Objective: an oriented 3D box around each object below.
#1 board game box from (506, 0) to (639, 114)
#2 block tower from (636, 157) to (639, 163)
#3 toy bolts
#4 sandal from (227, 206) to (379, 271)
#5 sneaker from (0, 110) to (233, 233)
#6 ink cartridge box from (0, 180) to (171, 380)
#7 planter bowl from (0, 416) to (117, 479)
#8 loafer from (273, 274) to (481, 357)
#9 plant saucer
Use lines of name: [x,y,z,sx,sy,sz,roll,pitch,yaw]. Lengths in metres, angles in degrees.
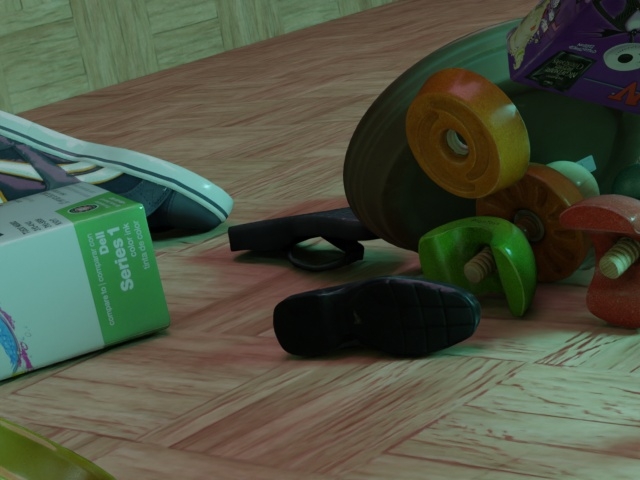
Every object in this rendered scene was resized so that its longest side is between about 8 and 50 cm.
board game box: [0.333,-0.142,1.105,0.346,0.056,0.208,11,-26,-22]
block tower: [0.263,-0.094,1.538,0.335,0.097,0.091,-15,14,-8]
toy bolts: [0.196,-0.051,1.172,0.228,0.218,0.158,12,39,43]
sandal: [0.000,0.000,1.471,0.097,0.055,0.254,-10,1,-28]
sneaker: [-0.258,-0.042,1.719,0.321,0.128,0.126,16,-14,16]
ink cartridge box: [-0.298,0.045,1.356,0.278,0.117,0.201,-17,14,-20]
planter bowl: [-0.223,0.142,0.862,0.217,0.090,0.217,23,-3,1]
loafer: [0.048,0.052,1.171,0.170,0.062,0.061,-1,12,32]
plant saucer: [0.155,-0.073,1.289,0.277,0.278,0.041,-14,54,-10]
